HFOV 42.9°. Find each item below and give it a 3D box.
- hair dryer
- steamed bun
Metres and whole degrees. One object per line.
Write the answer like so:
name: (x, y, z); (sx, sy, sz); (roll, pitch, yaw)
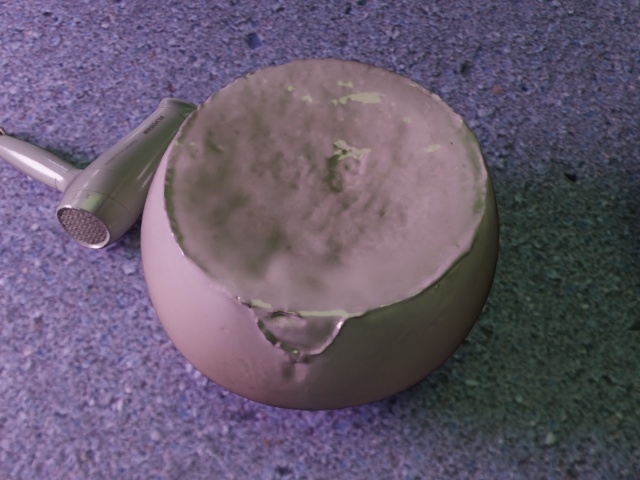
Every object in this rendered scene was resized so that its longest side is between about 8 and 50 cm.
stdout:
hair dryer: (-0.270, -0.103, 0.886); (0.237, 0.075, 0.206); (16, 50, 16)
steamed bun: (0.000, 0.000, 0.740); (0.324, 0.206, 0.324); (1, 55, -2)
